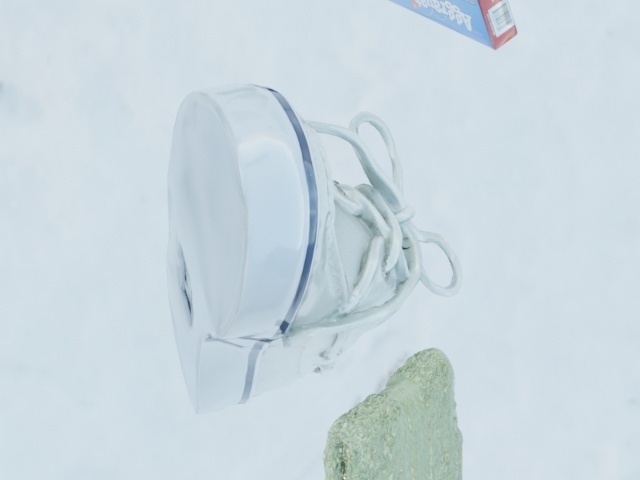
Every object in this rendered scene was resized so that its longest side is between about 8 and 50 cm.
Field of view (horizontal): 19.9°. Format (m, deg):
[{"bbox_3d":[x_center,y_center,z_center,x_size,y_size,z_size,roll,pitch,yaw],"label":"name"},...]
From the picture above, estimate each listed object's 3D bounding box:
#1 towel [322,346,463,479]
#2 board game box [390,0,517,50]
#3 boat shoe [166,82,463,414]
[{"bbox_3d":[0.037,0.137,0.908,0.027,0.110,0.148,9,115,30],"label":"towel"},{"bbox_3d":[0.036,-0.247,1.385,0.027,0.281,0.145,-36,129,-18],"label":"board game box"},{"bbox_3d":[0.002,0.009,1.029,0.156,0.136,0.367,-11,159,-10],"label":"boat shoe"}]
